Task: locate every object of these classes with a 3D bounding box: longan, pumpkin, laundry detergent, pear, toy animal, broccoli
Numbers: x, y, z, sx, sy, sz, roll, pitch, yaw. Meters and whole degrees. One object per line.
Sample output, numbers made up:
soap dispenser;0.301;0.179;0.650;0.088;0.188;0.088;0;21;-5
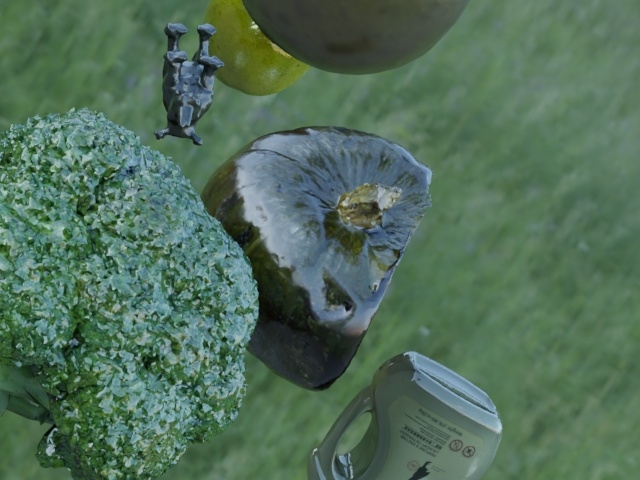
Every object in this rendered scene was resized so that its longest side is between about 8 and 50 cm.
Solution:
longan;0.057;-0.395;2.129;0.361;0.361;0.361;31;9;-5
pumpkin;-0.017;-0.016;1.731;0.232;0.242;0.325;30;40;-8
laundry detergent;0.082;0.260;1.830;0.181;0.253;0.091;31;17;-20
pear;-0.082;-0.311;2.361;0.198;0.198;0.198;31;9;-5
toy animal;-0.104;-0.117;1.228;0.047;0.065;0.135;8;29;-12
broccoli;-0.215;0.056;1.499;0.310;0.321;0.413;19;-16;27
